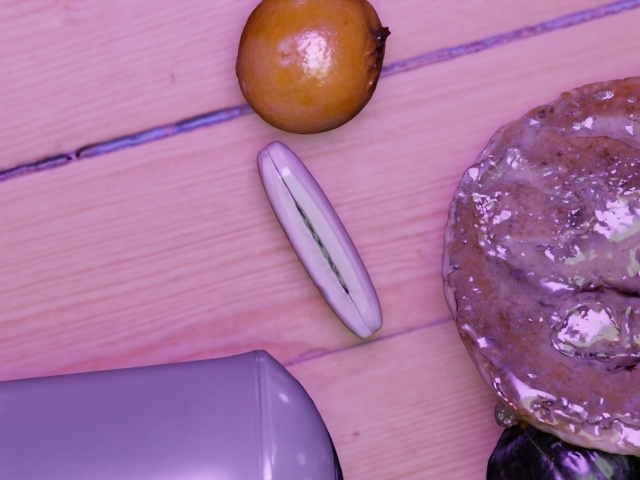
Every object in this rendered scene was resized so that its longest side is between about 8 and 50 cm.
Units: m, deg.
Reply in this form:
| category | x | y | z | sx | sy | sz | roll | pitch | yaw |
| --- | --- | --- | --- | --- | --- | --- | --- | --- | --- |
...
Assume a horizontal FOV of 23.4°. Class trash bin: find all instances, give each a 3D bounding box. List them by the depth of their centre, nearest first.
| category | x | y | z | sx | sy | sz | roll | pitch | yaw |
| --- | --- | --- | --- | --- | --- | --- | --- | --- | --- |
| trash bin | -0.192 | 0.245 | 1.368 | 0.432 | 0.280 | 0.280 | -3 | 101 | -3 |

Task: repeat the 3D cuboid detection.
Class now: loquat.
| category | x | y | z | sx | sy | sz | roll | pitch | yaw |
| --- | --- | --- | --- | --- | --- | --- | --- | --- | --- |
| loquat | -0.008 | -0.165 | 1.379 | 0.141 | 0.141 | 0.141 | -1 | 101 | -6 |

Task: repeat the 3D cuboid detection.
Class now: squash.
| category | x | y | z | sx | sy | sz | roll | pitch | yaw |
| --- | --- | --- | --- | --- | --- | --- | --- | --- | --- |
| squash | 0.241 | 0.201 | 1.449 | 0.193 | 0.193 | 0.155 | -26 | 84 | -1 |

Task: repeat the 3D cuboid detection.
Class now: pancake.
| category | x | y | z | sx | sy | sz | roll | pitch | yaw |
| --- | --- | --- | --- | --- | --- | --- | --- | --- | --- |
| pancake | 0.297 | 0.015 | 1.390 | 0.387 | 0.082 | 0.386 | -3 | 69 | 8 |

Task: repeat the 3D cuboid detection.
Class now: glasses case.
| category | x | y | z | sx | sy | sz | roll | pitch | yaw |
| --- | --- | --- | --- | --- | --- | --- | --- | --- | --- |
| glasses case | 0.000 | 0.000 | 1.439 | 0.051 | 0.081 | 0.204 | -29 | 101 | 1 |
